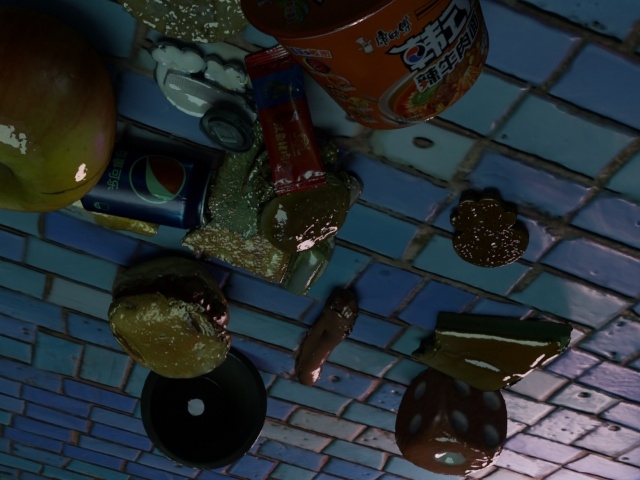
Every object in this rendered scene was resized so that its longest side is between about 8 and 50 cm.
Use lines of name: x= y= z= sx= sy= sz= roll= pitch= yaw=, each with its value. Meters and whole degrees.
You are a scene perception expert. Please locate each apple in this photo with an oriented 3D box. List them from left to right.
apple: x=-0.411 y=-0.178 z=1.097 sx=0.286 sy=0.233 sz=0.286 roll=6 pitch=145 yaw=4

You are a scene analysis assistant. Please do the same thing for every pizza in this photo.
pizza: x=-0.139 y=-0.020 z=1.356 sx=0.193 sy=0.053 sz=0.201 roll=4 pitch=127 yaw=-1

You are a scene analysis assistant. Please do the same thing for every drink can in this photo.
drink can: x=-0.272 y=-0.086 z=1.268 sx=0.205 sy=0.118 sz=0.118 roll=11 pitch=141 yaw=-1

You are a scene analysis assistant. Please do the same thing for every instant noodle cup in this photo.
instant noodle cup: x=0.066 y=-0.259 z=0.891 sx=0.250 sy=0.250 sz=0.192 roll=-11 pitch=145 yaw=26

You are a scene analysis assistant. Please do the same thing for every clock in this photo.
clock: x=-0.133 y=-0.157 z=1.150 sx=0.085 sy=0.017 sz=0.085 roll=20 pitch=153 yaw=11

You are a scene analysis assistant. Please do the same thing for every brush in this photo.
brush: x=0.001 y=0.002 z=1.355 sx=0.072 sy=0.067 sz=0.313 roll=19 pitch=139 yaw=-8

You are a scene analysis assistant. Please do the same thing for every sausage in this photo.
sausage: x=0.008 y=0.193 z=1.581 sx=0.078 sy=0.078 sz=0.304 roll=18 pitch=140 yaw=-9

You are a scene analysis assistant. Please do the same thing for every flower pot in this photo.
flower pot: x=-0.260 y=0.360 z=1.748 sx=0.269 sy=0.269 sz=0.166 roll=19 pitch=162 yaw=-9

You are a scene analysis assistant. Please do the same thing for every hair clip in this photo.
hair clip: x=-0.167 y=-0.215 z=1.140 sx=0.172 sy=0.049 sz=0.116 roll=21 pitch=136 yaw=-8

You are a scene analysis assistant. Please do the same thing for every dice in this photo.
dice: x=0.267 y=0.369 z=1.654 sx=0.174 sy=0.179 sz=0.175 roll=24 pitch=144 yaw=-17

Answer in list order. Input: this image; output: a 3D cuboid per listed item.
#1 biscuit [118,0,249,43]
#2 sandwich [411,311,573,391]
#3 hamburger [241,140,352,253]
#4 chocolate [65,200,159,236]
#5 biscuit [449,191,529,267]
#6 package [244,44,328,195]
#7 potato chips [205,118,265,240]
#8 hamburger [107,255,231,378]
biscuit: x=-0.171 y=-0.336 z=1.002 sx=0.220 sy=0.033 sz=0.220 roll=6 pitch=142 yaw=4
sandwich: x=0.311 y=0.194 z=1.514 sx=0.212 sy=0.063 sz=0.245 roll=26 pitch=138 yaw=-16
hamburger: x=-0.025 y=-0.071 z=1.197 sx=0.159 sy=0.131 sz=0.185 roll=15 pitch=119 yaw=-34
chocolate: x=-0.370 y=-0.067 z=1.353 sx=0.219 sy=0.085 sz=0.085 roll=25 pitch=140 yaw=-22
biscuit: x=0.270 y=-0.017 z=1.292 sx=0.124 sy=0.026 sz=0.175 roll=-6 pitch=139 yaw=18
package: x=-0.048 y=-0.165 z=1.099 sx=0.083 sy=0.022 sz=0.200 roll=-12 pitch=93 yaw=21
potato chips: x=-0.121 y=-0.088 z=1.240 sx=0.142 sy=0.026 sz=0.209 roll=-29 pitch=130 yaw=-16
hamburger: x=-0.281 y=0.138 z=1.516 sx=0.244 sy=0.163 sz=0.244 roll=4 pitch=134 yaw=4
